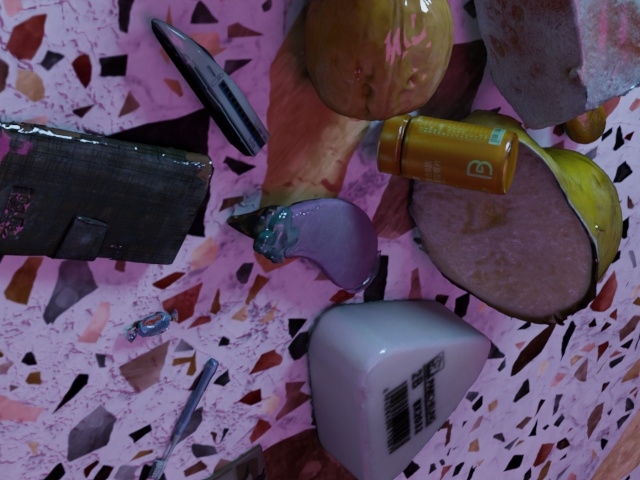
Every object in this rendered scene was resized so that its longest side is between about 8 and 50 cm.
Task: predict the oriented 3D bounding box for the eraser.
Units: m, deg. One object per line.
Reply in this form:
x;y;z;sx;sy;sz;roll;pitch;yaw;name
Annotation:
0.102;0.224;1.926;0.331;0.150;0.331;-23;131;-30;eraser

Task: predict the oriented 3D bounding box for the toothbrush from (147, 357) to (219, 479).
-0.210;0.275;1.765;0.019;0.016;0.219;18;106;-40;toothbrush

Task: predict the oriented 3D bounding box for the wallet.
-0.283;-0.051;1.429;0.317;0.044;0.169;6;115;-46;wallet

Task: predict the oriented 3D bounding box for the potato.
0.342;-0.076;1.925;0.397;0.290;0.296;51;41;-13;potato

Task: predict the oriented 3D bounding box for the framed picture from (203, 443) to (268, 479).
-0.172;0.436;1.925;0.201;0.010;0.136;-30;136;-26;framed picture

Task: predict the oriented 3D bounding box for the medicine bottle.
0.187;-0.128;1.698;0.096;0.192;0.096;11;90;-74;medicine bottle

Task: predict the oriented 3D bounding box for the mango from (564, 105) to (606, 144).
0.458;-0.214;2.023;0.079;0.057;0.114;-47;132;0;mango

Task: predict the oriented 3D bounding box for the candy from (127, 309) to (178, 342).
-0.235;0.121;1.622;0.083;0.020;0.030;-21;131;-35;candy

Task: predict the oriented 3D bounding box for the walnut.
0.074;-0.261;1.518;0.195;0.195;0.221;-26;142;-29;walnut

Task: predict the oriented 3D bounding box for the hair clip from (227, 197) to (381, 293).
0.001;-0.002;1.726;0.096;0.110;0.359;-24;158;31;hair clip

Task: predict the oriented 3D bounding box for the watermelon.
0.367;-0.288;1.732;0.387;0.228;0.258;20;94;-44;watermelon

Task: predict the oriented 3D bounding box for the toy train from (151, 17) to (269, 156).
-0.137;-0.201;1.452;0.048;0.055;0.252;-45;141;-9;toy train
